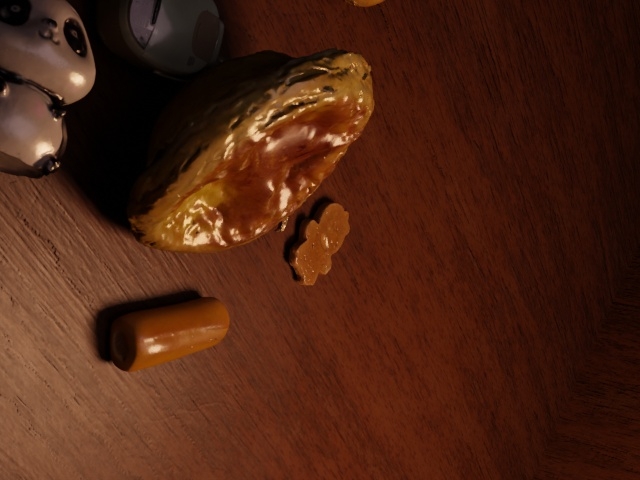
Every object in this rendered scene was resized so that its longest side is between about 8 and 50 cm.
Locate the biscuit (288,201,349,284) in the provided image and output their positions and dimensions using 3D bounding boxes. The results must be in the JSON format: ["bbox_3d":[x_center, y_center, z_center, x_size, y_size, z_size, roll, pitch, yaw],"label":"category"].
[{"bbox_3d":[-0.004,-0.001,2.145,0.184,0.027,0.133,-64,143,-24],"label":"biscuit"}]

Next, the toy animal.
[{"bbox_3d":[-0.384,-0.207,1.405,0.187,0.165,0.235,25,81,-38],"label":"toy animal"}]

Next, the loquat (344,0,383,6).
[{"bbox_3d":[0.077,-0.485,2.024,0.141,0.141,0.141,-22,117,-51],"label":"loquat"}]

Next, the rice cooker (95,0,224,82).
[{"bbox_3d":[-0.233,-0.313,1.635,0.206,0.127,0.145,20,84,-59],"label":"rice cooker"}]

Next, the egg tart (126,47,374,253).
[{"bbox_3d":[-0.116,-0.156,1.714,0.443,0.178,0.443,-33,162,-12],"label":"egg tart"}]

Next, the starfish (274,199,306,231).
[{"bbox_3d":[-0.065,-0.096,2.013,0.130,0.041,0.133,73,36,-48],"label":"starfish"}]

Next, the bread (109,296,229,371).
[{"bbox_3d":[-0.234,0.147,1.813,0.239,0.074,0.093,-12,104,-54],"label":"bread"}]

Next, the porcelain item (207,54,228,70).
[{"bbox_3d":[-0.157,-0.256,1.824,0.213,0.054,0.084,45,61,-50],"label":"porcelain item"}]
